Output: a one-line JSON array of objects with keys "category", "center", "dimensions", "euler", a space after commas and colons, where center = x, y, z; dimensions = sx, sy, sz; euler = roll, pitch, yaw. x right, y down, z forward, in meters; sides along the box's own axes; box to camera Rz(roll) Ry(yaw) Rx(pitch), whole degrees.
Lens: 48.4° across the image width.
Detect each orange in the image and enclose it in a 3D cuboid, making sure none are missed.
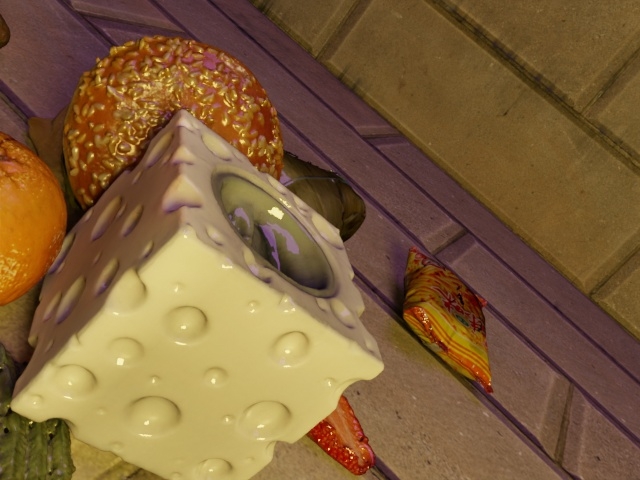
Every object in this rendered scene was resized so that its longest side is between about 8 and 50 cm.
[{"category": "orange", "center": [-0.343, -0.029, 0.699], "dimensions": [0.193, 0.161, 0.193], "euler": [37, 20, -16]}]

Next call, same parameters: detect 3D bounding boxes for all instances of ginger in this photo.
[{"category": "ginger", "center": [-0.311, -0.126, 1.012], "dimensions": [0.193, 0.122, 0.115], "euler": [58, 15, 21]}]

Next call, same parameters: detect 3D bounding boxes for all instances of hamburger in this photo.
[{"category": "hamburger", "center": [-0.190, -0.109, 0.894], "dimensions": [0.291, 0.291, 0.225], "euler": [31, -6, -20]}]

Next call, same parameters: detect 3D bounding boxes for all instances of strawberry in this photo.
[{"category": "strawberry", "center": [0.011, 0.231, 0.906], "dimensions": [0.152, 0.048, 0.104], "euler": [61, 21, 16]}]

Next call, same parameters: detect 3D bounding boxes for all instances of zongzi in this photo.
[{"category": "zongzi", "center": [0.000, 0.000, 1.182], "dimensions": [0.323, 0.160, 0.360], "euler": [13, 33, -46]}]

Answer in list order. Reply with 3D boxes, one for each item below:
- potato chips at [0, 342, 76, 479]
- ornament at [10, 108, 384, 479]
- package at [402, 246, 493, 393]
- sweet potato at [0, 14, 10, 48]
[{"category": "potato chips", "center": [-0.270, 0.155, 0.633], "dimensions": [0.092, 0.028, 0.207], "euler": [20, 30, -41]}, {"category": "ornament", "center": [-0.120, 0.064, 0.717], "dimensions": [0.239, 0.240, 0.240], "euler": [36, 20, -29]}, {"category": "package", "center": [0.239, 0.146, 1.361], "dimensions": [0.223, 0.108, 0.288], "euler": [40, 29, -11]}, {"category": "sweet potato", "center": [-0.601, -0.355, 1.062], "dimensions": [0.273, 0.075, 0.075], "euler": [16, 30, -35]}]
